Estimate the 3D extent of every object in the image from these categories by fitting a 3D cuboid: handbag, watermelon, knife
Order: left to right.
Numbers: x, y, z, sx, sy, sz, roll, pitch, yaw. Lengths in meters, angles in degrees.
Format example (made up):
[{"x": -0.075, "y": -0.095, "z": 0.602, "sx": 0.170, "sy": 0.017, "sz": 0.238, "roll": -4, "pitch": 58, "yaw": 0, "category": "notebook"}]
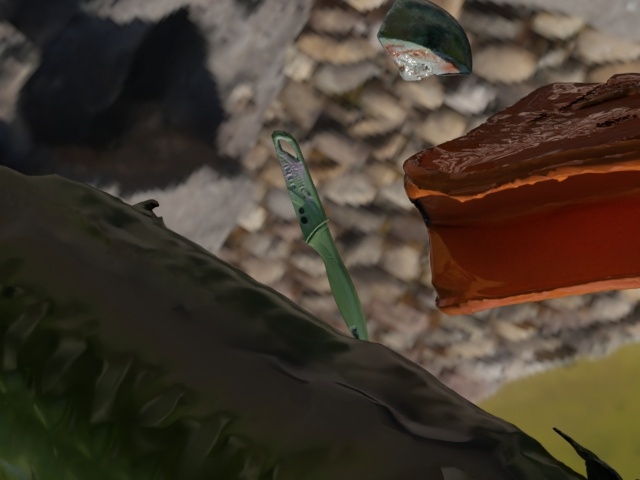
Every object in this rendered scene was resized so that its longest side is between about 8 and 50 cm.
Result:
[{"x": 0.000, "y": 0.000, "z": 1.647, "sx": 0.030, "sy": 0.014, "sz": 0.207, "roll": -17, "pitch": 97, "yaw": 30, "category": "knife"}, {"x": 0.076, "y": -0.155, "z": 1.481, "sx": 0.085, "sy": 0.085, "sz": 0.061, "roll": 29, "pitch": 118, "yaw": 1, "category": "watermelon"}, {"x": 0.285, "y": -0.065, "z": 1.305, "sx": 0.410, "sy": 0.303, "sz": 0.116, "roll": -9, "pitch": 104, "yaw": 32, "category": "handbag"}]

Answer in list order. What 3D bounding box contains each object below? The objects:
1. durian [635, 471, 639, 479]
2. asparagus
[{"x": 0.346, "y": 0.217, "z": 1.524, "sx": 0.198, "sy": 0.159, "sz": 0.146, "roll": -8, "pitch": 111, "yaw": -2, "category": "durian"}, {"x": -0.055, "y": 0.058, "z": 0.660, "sx": 0.382, "sy": 0.128, "sz": 0.108, "roll": 29, "pitch": 158, "yaw": 34, "category": "asparagus"}]
